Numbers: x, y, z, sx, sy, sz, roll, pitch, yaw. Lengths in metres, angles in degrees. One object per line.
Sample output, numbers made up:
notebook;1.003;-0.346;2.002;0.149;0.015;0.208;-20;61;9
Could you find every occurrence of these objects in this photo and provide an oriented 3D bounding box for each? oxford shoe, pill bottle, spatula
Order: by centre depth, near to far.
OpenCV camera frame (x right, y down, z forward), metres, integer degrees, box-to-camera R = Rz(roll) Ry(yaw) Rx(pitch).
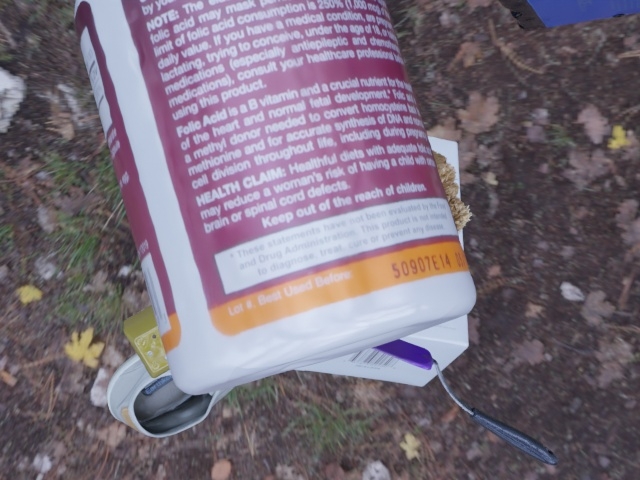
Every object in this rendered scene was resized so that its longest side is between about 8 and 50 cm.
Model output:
pill bottle;-0.047;-0.105;0.801;0.224;0.224;0.392;-16;82;-5
spatula;0.177;0.195;1.380;0.296;0.084;0.030;37;102;-4
oxford shoe;-0.145;0.163;1.771;0.449;0.130;0.169;-39;122;-1

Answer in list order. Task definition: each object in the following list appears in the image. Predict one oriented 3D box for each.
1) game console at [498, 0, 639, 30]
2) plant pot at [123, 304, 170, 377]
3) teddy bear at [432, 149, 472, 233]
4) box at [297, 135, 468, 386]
game console;0.173;-0.257;0.811;0.250;0.293;0.173;-7;94;16
plant pot;-0.194;0.123;1.361;0.081;0.083;0.081;-30;98;2
teddy bear;0.000;0.000;1.251;0.338;0.245;0.113;-34;129;-31
box;0.082;0.017;1.634;0.215;0.168;0.345;10;59;-16
